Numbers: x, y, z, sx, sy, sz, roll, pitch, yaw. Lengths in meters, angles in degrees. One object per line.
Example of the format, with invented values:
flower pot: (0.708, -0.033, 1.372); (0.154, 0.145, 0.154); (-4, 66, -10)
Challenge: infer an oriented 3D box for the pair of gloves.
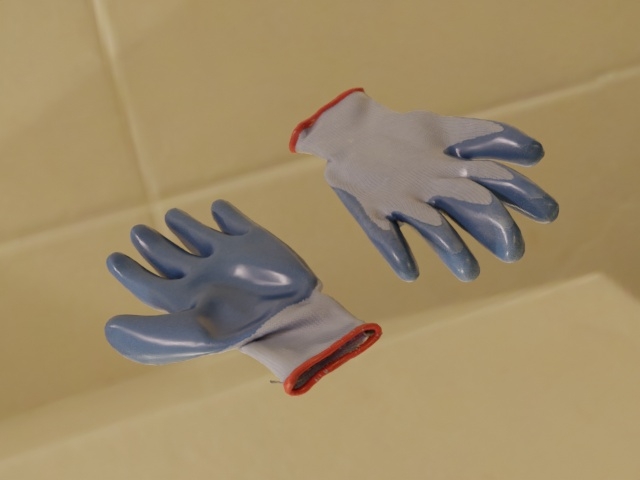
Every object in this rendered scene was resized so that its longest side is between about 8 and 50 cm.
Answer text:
pair of gloves: (0.000, 0.000, 0.768); (0.159, 0.198, 0.023); (32, 151, 48)
